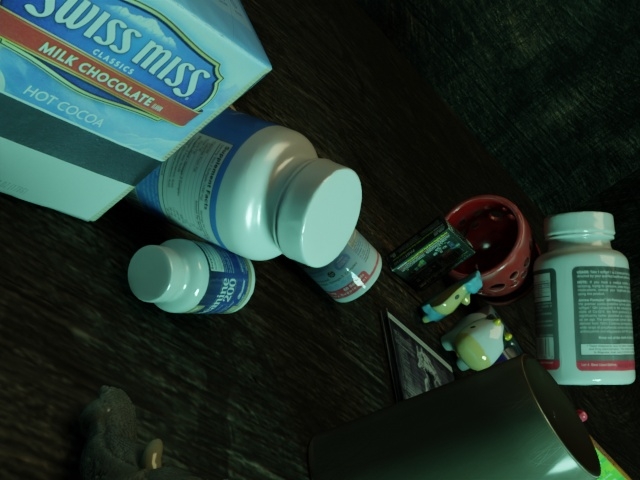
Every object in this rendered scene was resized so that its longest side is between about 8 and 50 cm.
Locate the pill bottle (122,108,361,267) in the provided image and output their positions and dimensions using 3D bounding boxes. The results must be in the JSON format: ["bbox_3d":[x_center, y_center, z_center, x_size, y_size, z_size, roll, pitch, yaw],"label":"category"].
[{"bbox_3d":[-0.077,-0.055,0.723,0.221,0.124,0.124,22,5,28],"label":"pill bottle"}]

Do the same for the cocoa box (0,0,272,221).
[{"bbox_3d":[-0.247,-0.203,0.575,0.347,0.228,0.232,24,36,-54],"label":"cocoa box"}]

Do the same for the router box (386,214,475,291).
[{"bbox_3d":[0.187,0.024,1.331,0.092,0.122,0.038,37,22,-41],"label":"router box"}]

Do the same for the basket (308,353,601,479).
[{"bbox_3d":[0.137,0.222,0.759,0.204,0.226,0.154,54,20,-3],"label":"basket"}]

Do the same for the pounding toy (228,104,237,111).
[{"bbox_3d":[-0.140,-0.137,0.891,0.130,0.100,0.141,54,20,1],"label":"pounding toy"}]

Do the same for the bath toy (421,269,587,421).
[{"bbox_3d":[0.309,0.218,1.289,0.348,0.129,0.151,54,20,-3],"label":"bath toy"}]

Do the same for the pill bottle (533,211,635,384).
[{"bbox_3d":[0.497,0.112,1.491,0.176,0.176,0.319,15,73,-60],"label":"pill bottle"}]

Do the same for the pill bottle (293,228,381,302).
[{"bbox_3d":[0.000,0.000,1.006,0.160,0.087,0.087,44,23,-25],"label":"pill bottle"}]

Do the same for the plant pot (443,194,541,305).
[{"bbox_3d":[0.351,0.026,1.596,0.174,0.191,0.191,37,26,-46],"label":"plant pot"}]

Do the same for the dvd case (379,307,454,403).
[{"bbox_3d":[0.151,0.214,1.102,0.164,0.018,0.221,41,25,-29],"label":"dvd case"}]

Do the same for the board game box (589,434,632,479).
[{"bbox_3d":[0.439,0.407,1.280,0.259,0.124,0.039,45,21,-23],"label":"board game box"}]

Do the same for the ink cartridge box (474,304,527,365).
[{"bbox_3d":[0.362,0.249,1.471,0.223,0.045,0.224,53,21,-5],"label":"ink cartridge box"}]

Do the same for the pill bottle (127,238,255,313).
[{"bbox_3d":[-0.118,0.034,0.720,0.120,0.067,0.067,11,47,-62],"label":"pill bottle"}]

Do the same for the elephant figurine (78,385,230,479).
[{"bbox_3d":[-0.075,0.197,0.461,0.239,0.169,0.186,-78,160,-83],"label":"elephant figurine"}]
